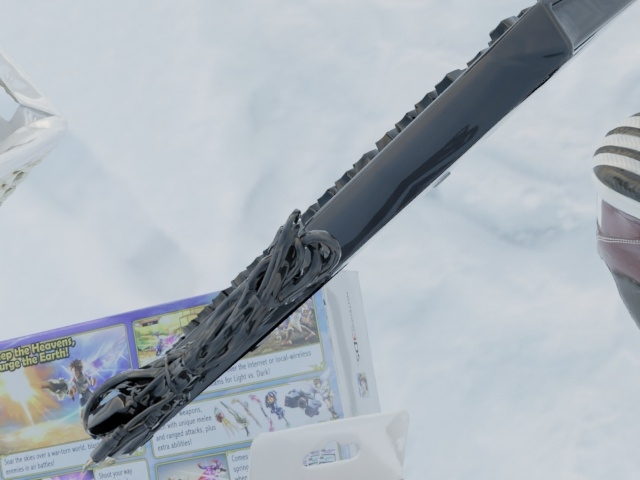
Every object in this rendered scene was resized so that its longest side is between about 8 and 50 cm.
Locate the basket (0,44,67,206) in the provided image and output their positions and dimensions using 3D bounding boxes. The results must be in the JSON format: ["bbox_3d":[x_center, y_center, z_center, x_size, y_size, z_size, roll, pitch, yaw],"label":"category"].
[{"bbox_3d":[-0.255,-0.053,1.032,0.113,0.167,0.103,48,126,5],"label":"basket"}]

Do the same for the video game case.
[{"bbox_3d":[-0.082,0.162,1.105,0.269,0.061,0.244,-13,83,26],"label":"video game case"}]

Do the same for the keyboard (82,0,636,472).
[{"bbox_3d":[0.000,0.000,0.704,0.033,0.201,0.317,48,130,2],"label":"keyboard"}]

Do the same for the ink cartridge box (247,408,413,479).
[{"bbox_3d":[0.019,0.197,0.909,0.067,0.115,0.198,15,106,50],"label":"ink cartridge box"}]

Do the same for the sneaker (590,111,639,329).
[{"bbox_3d":[0.297,0.034,1.087,0.281,0.106,0.162,31,150,21],"label":"sneaker"}]
